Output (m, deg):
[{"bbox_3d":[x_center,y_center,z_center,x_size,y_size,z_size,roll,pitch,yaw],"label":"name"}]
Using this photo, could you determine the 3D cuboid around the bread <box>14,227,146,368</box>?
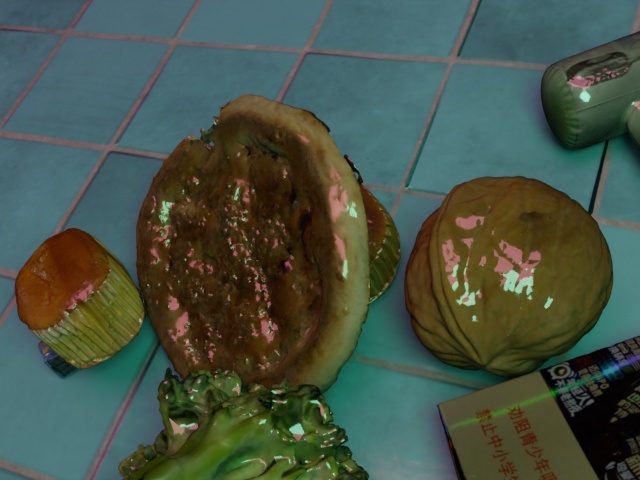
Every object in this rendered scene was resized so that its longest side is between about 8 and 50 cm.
[{"bbox_3d":[-0.306,0.065,1.004,0.132,0.114,0.190,-42,34,-10],"label":"bread"}]

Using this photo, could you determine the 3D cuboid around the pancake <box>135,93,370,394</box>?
[{"bbox_3d":[-0.095,0.013,0.952,0.382,0.071,0.382,-4,83,40],"label":"pancake"}]

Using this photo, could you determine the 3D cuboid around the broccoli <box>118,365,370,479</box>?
[{"bbox_3d":[-0.087,0.256,0.772,0.288,0.245,0.248,3,94,44],"label":"broccoli"}]

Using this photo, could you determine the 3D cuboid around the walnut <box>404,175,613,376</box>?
[{"bbox_3d":[0.197,0.042,0.867,0.228,0.228,0.228,-8,54,12],"label":"walnut"}]

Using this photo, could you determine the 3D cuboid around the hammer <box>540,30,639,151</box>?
[{"bbox_3d":[0.416,-0.109,0.972,0.206,0.119,0.335,-20,59,3],"label":"hammer"}]

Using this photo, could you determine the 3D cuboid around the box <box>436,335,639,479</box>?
[{"bbox_3d":[0.284,0.198,0.765,0.310,0.084,0.198,-19,32,4],"label":"box"}]

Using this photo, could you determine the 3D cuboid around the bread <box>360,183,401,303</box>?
[{"bbox_3d":[0.001,-0.001,1.020,0.199,0.104,0.199,-9,55,13],"label":"bread"}]

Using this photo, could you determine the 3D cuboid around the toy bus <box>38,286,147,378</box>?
[{"bbox_3d":[-0.299,0.114,1.067,0.153,0.051,0.061,-41,48,-12],"label":"toy bus"}]
